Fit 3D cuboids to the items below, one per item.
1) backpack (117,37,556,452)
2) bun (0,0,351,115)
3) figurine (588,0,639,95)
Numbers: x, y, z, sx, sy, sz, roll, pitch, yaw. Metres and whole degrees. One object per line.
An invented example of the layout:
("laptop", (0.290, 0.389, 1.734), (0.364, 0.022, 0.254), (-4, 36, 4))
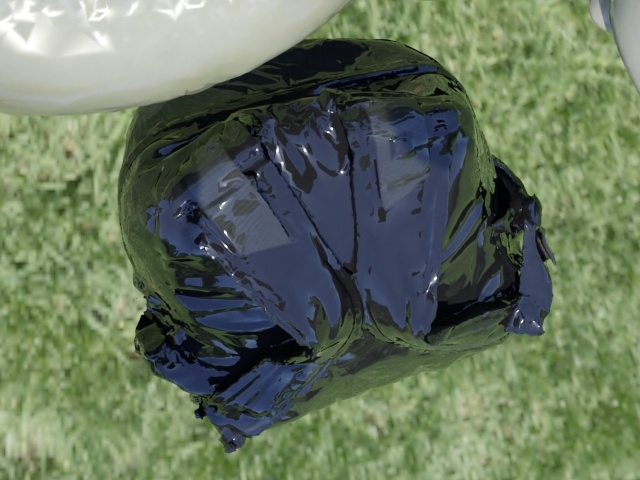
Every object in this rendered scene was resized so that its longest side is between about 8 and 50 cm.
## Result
("backpack", (0.000, 0.000, 1.259), (0.363, 0.255, 0.446), (-21, 151, 2))
("bun", (-0.129, -0.230, 0.713), (0.359, 0.211, 0.360), (-4, 112, -10))
("figurine", (0.152, -0.032, 0.546), (0.081, 0.098, 0.146), (-19, 97, -32))
